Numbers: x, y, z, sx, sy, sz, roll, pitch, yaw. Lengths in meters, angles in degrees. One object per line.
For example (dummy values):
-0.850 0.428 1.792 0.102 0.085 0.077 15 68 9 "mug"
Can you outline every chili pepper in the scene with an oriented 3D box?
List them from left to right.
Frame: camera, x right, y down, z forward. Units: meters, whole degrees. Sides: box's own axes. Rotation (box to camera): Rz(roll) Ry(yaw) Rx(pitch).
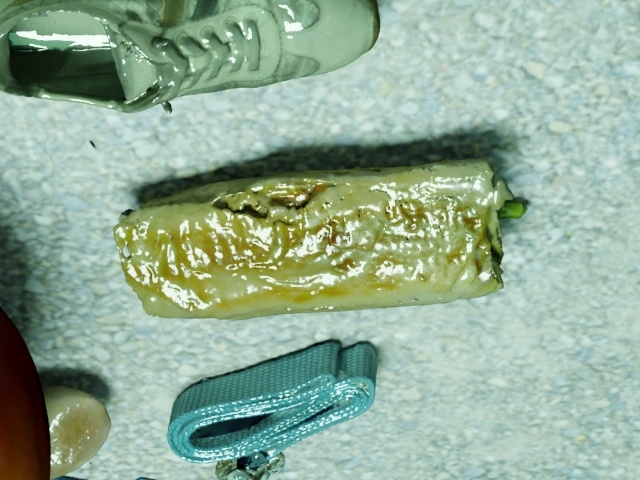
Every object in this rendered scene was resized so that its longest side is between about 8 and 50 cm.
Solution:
0.112 -0.035 1.392 0.083 0.017 0.030 24 123 -25 "chili pepper"

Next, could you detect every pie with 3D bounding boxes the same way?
0.000 0.000 1.386 0.282 0.068 0.129 -4 125 12 "pie"

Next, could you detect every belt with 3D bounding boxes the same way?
-0.030 0.140 1.541 0.179 0.065 0.100 -20 123 20 "belt"

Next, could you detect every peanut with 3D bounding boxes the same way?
-0.232 0.158 1.552 0.152 0.076 0.076 -25 131 26 "peanut"

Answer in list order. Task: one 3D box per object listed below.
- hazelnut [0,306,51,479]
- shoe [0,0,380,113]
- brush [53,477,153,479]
-0.391 0.166 1.338 0.409 0.359 0.359 -5 137 16 "hazelnut"
-0.099 -0.132 1.233 0.274 0.098 0.103 -2 140 0 "shoe"
-0.193 0.212 1.648 0.164 0.014 0.051 12 134 -11 "brush"
